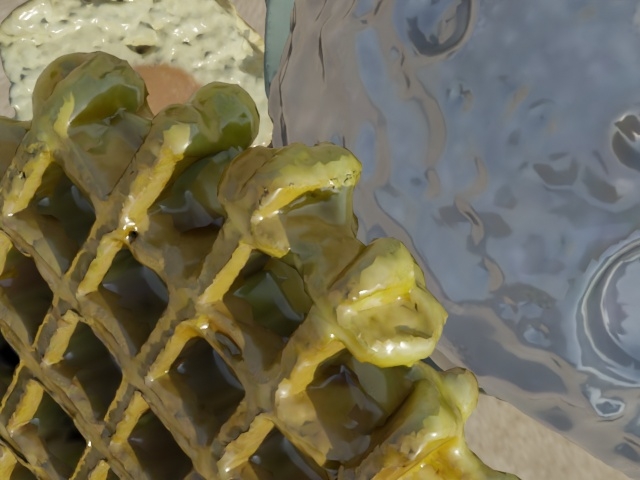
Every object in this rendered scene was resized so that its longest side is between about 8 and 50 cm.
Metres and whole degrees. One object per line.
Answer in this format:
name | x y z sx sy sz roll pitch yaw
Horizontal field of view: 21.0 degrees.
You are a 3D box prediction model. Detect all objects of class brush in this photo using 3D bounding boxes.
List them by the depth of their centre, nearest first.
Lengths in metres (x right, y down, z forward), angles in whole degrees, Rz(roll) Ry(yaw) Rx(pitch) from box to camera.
brush | -0.042 -0.209 1.390 0.068 0.297 0.060 6 146 -21

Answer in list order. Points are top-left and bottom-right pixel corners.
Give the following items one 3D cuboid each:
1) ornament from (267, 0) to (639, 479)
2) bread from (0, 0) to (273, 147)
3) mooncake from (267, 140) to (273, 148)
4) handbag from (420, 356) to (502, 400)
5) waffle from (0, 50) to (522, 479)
ornament | 0.149 -0.062 0.804 0.337 0.337 0.337 0 101 -1
bread | -0.144 -0.134 1.498 0.211 0.224 0.183 0 95 25
mooncake | 0.000 0.000 1.856 0.334 0.174 0.326 -12 122 -15
handbag | 0.110 0.078 1.114 0.111 0.072 0.047 21 98 13
waffle | -0.037 0.044 0.406 0.191 0.038 0.191 20 123 34
